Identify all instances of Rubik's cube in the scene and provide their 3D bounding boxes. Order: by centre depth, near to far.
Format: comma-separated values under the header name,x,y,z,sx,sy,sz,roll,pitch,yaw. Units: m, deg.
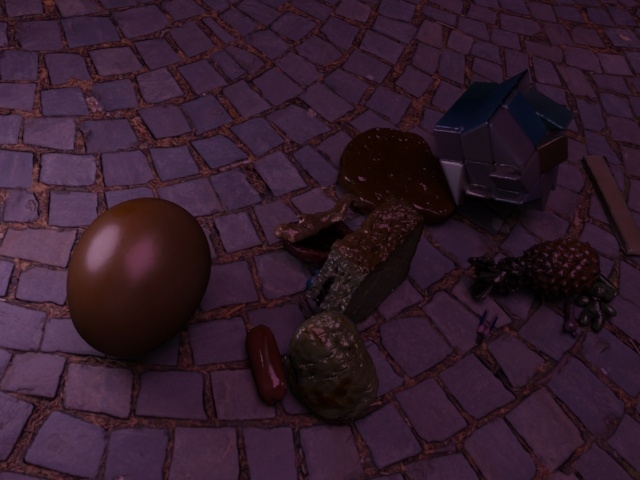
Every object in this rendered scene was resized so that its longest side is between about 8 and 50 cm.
name,x,y,z,sx,sy,sz,roll,pitch,yaw
Rubik's cube,0.517,-0.266,1.966,0.358,0.368,0.387,15,50,37

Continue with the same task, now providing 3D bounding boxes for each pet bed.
name,x,y,z,sx,sy,sz,roll,pitch,yaw
pet bed,0.000,0.000,1.816,0.201,0.053,0.201,5,38,-4

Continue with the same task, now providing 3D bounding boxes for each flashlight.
name,x,y,z,sx,sy,sz,roll,pitch,yaw
flashlight,0.004,0.089,1.777,0.051,0.051,0.129,26,47,7
flashlight,0.680,0.211,1.857,0.052,0.031,0.110,33,45,-19

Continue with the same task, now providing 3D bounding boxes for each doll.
name,x,y,z,sx,sy,sz,roll,pitch,yaw
doll,0.767,0.178,1.881,0.115,0.077,0.150,18,62,13

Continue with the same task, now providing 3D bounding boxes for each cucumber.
name,x,y,z,sx,sy,sz,roll,pitch,yaw
cucumber,0.791,0.100,1.961,0.039,0.039,0.168,-31,68,-30

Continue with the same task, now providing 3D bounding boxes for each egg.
name,x,y,z,sx,sy,sz,roll,pitch,yaw
egg,-0.408,0.078,1.523,0.301,0.301,0.374,23,56,4

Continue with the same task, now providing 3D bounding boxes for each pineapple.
name,x,y,z,sx,sy,sz,roll,pitch,yaw
pineapple,0.573,0.076,1.852,0.361,0.175,0.175,1,54,-9

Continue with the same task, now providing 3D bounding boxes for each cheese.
name,x,y,z,sx,sy,sz,roll,pitch,yaw
cheese,0.934,-0.119,2.165,0.085,0.034,0.400,-2,54,-10

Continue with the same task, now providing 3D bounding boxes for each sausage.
name,x,y,z,sx,sy,sz,roll,pitch,yaw
sausage,-0.126,0.287,1.579,0.077,0.077,0.194,-9,58,-19

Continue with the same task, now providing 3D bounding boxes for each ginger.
name,x,y,z,sx,sy,sz,roll,pitch,yaw
ginger,0.000,-0.060,1.801,0.288,0.075,0.089,-28,43,-30

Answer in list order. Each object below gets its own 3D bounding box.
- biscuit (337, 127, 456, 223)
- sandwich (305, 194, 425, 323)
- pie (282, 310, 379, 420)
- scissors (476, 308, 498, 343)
name,x,y,z,sx,sy,sz,roll,pitch,yaw
biscuit,0.234,-0.184,2.019,0.359,0.074,0.381,-34,70,-30
sandwich,0.106,0.071,1.678,0.131,0.262,0.325,36,54,20
pie,0.016,0.292,1.535,0.201,0.090,0.248,-25,91,6
scissors,0.436,0.229,1.795,0.039,0.012,0.113,29,53,9
